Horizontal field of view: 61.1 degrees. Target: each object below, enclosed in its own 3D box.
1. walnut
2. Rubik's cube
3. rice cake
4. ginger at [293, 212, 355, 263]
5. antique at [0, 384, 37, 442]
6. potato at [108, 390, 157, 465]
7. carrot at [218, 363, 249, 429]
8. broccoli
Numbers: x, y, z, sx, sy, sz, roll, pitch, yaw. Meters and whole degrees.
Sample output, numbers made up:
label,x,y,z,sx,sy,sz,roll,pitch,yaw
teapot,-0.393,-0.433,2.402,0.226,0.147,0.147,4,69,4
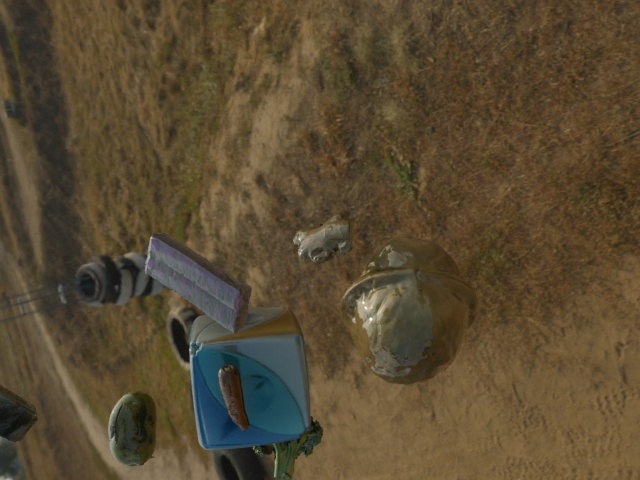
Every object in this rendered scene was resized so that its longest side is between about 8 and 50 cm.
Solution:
label,x,y,z,sx,sy,sz,roll,pitch,yaw
walnut,0.227,0.185,1.398,0.381,0.381,0.381,29,127,48
Rubik's cube,-0.227,0.417,1.709,0.352,0.347,0.352,-139,45,-75
rice cake,-0.276,0.085,1.202,0.298,0.050,0.106,28,114,26
ginger,0.000,0.003,1.409,0.213,0.137,0.074,-13,131,33
antique,-0.812,0.426,1.367,0.183,0.086,0.088,45,160,-26
potato,-0.647,0.649,1.877,0.143,0.169,0.248,-15,66,37
carrot,-0.221,0.417,1.408,0.059,0.059,0.248,34,140,45
broccoli,-0.137,0.727,2.012,0.235,0.288,0.260,-153,77,-74
